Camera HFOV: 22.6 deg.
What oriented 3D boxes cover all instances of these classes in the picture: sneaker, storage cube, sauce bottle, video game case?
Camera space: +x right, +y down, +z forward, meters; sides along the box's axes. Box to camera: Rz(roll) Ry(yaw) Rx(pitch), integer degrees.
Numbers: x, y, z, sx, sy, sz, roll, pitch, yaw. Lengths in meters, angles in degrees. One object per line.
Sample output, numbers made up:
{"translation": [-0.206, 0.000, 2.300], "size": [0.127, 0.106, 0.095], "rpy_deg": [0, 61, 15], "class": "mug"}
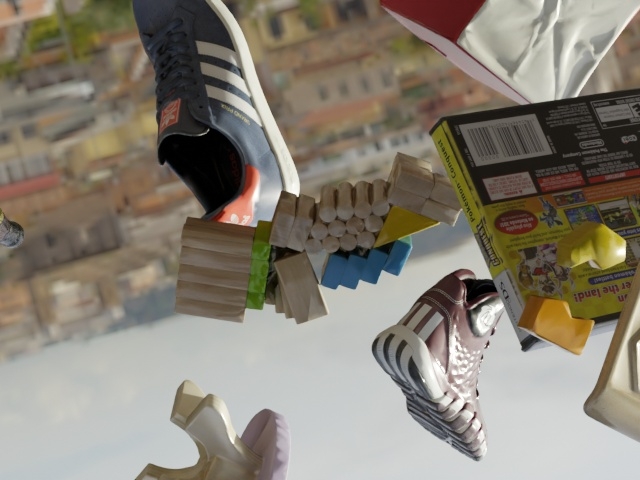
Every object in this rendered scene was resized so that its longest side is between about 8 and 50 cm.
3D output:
{"translation": [-0.157, -0.172, 1.951], "size": [0.148, 0.350, 0.131], "rpy_deg": [-18, 165, -49], "class": "sneaker"}
{"translation": [0.219, -0.278, 1.863], "size": [0.184, 0.215, 0.193], "rpy_deg": [-54, -147, 4], "class": "storage cube"}
{"translation": [-0.325, -0.019, 1.532], "size": [0.042, 0.042, 0.128], "rpy_deg": [-16, 164, 13], "class": "sauce bottle"}
{"translation": [0.271, -0.029, 1.627], "size": [0.275, 0.248, 0.035], "rpy_deg": [-11, 158, -30], "class": "video game case"}
{"translation": [0.166, 0.130, 1.776], "size": [0.162, 0.106, 0.281], "rpy_deg": [-51, 149, -13], "class": "sneaker"}

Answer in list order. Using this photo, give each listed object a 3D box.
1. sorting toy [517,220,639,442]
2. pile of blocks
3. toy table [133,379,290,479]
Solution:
{"translation": [0.303, 0.062, 1.397], "size": [0.307, 0.229, 0.041], "rpy_deg": [28, 172, -32], "class": "sorting toy"}
{"translation": [0.000, 0.000, 1.881], "size": [0.362, 0.149, 0.112], "rpy_deg": [-15, -162, 7], "class": "pile of blocks"}
{"translation": [-0.153, 0.331, 2.303], "size": [0.252, 0.161, 0.274], "rpy_deg": [-55, -162, 26], "class": "toy table"}
